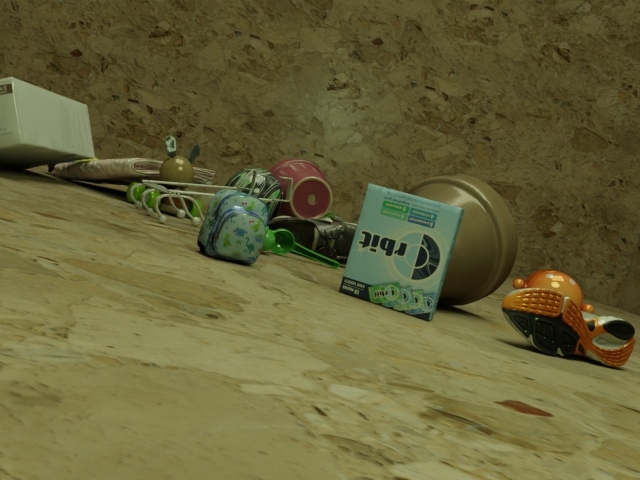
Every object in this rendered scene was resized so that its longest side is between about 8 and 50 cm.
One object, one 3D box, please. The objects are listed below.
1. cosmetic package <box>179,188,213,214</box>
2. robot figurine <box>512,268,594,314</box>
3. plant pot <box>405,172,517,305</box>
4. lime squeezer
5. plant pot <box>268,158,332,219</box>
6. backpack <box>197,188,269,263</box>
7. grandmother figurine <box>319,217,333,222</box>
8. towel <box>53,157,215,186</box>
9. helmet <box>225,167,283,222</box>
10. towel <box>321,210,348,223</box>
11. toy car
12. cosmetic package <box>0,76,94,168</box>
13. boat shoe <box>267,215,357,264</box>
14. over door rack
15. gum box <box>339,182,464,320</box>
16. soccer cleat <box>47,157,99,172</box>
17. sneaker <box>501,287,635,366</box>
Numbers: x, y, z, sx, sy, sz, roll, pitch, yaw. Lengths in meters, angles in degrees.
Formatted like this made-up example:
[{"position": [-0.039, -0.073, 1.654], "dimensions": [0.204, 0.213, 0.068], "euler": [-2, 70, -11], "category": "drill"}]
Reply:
[{"position": [-0.374, -0.116, 1.999], "dimensions": [0.115, 0.060, 0.041], "euler": [13, 5, -11], "category": "cosmetic package"}, {"position": [0.540, 0.132, 1.549], "dimensions": [0.158, 0.128, 0.219], "euler": [59, 10, 6], "category": "robot figurine"}, {"position": [0.205, 0.011, 1.254], "dimensions": [0.263, 0.263, 0.229], "euler": [18, 21, 37], "category": "plant pot"}, {"position": [-0.088, 0.016, 1.361], "dimensions": [0.310, 0.059, 0.110], "euler": [13, 34, -55], "category": "lime squeezer"}, {"position": [-0.055, -0.133, 1.936], "dimensions": [0.201, 0.201, 0.180], "euler": [14, 6, -22], "category": "plant pot"}, {"position": [-0.138, -0.023, 1.099], "dimensions": [0.105, 0.114, 0.084], "euler": [14, 3, -31], "category": "backpack"}, {"position": [0.123, 0.005, 2.022], "dimensions": [0.342, 0.104, 0.208], "euler": [11, 6, -21], "category": "grandmother figurine"}, {"position": [-0.520, -0.184, 1.870], "dimensions": [0.331, 0.053, 0.317], "euler": [0, -2, 35], "category": "towel"}, {"position": [-0.187, -0.119, 1.822], "dimensions": [0.169, 0.162, 0.169], "euler": [21, 17, -7], "category": "helmet"}, {"position": [0.021, -0.036, 2.082], "dimensions": [0.152, 0.113, 0.023], "euler": [31, 30, -61], "category": "towel"}, {"position": [-0.377, -0.166, 1.684], "dimensions": [0.155, 0.188, 0.149], "euler": [12, 7, -46], "category": "toy car"}, {"position": [-0.729, -0.271, 1.599], "dimensions": [0.217, 0.156, 0.385], "euler": [-8, 3, 7], "category": "cosmetic package"}, {"position": [0.000, 0.000, 1.541], "dimensions": [0.285, 0.103, 0.092], "euler": [13, 8, 15], "category": "boat shoe"}, {"position": [-0.252, -0.093, 1.542], "dimensions": [0.324, 0.108, 0.239], "euler": [-10, 16, -28], "category": "over door rack"}, {"position": [0.129, 0.017, 1.068], "dimensions": [0.156, 0.184, 0.041], "euler": [16, 4, 19], "category": "gum box"}, {"position": [-0.716, -0.244, 2.000], "dimensions": [0.093, 0.121, 0.289], "euler": [16, 3, 9], "category": "soccer cleat"}, {"position": [0.389, 0.144, 1.103], "dimensions": [0.262, 0.099, 0.121], "euler": [22, -7, -23], "category": "sneaker"}]
